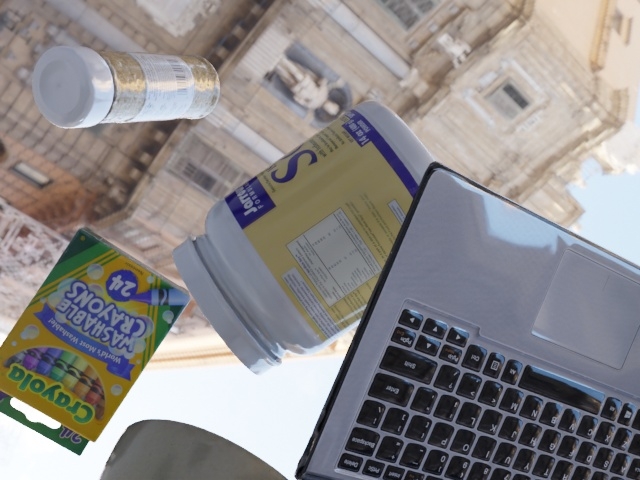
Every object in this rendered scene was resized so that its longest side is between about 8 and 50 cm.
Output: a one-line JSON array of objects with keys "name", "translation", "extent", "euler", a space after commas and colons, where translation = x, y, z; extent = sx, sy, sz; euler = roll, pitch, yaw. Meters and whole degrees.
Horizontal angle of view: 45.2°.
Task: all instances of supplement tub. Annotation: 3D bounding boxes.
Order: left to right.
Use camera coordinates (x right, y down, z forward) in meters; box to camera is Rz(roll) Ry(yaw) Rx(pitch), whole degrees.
[{"name": "supplement tub", "translation": [0.000, 0.000, 1.011], "extent": [0.331, 0.241, 0.241], "euler": [-35, -148, -1]}]

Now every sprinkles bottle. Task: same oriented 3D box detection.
[{"name": "sprinkles bottle", "translation": [-0.308, -0.255, 1.284], "extent": [0.121, 0.121, 0.355], "euler": [-38, 173, 26]}]

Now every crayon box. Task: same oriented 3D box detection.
[{"name": "crayon box", "translation": [-0.377, 0.167, 1.210], "extent": [0.323, 0.203, 0.083], "euler": [-57, -168, -4]}]

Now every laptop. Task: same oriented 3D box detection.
[{"name": "laptop", "translation": [0.203, 0.211, 0.562], "extent": [0.236, 0.382, 0.408], "euler": [25, -88, 63]}]

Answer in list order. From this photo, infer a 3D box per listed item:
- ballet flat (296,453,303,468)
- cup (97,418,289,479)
[{"name": "ballet flat", "translation": [0.099, 0.299, 1.081], "extent": [0.116, 0.342, 0.124], "euler": [30, -56, 33]}, {"name": "cup", "translation": [-0.184, 0.429, 0.989], "extent": [0.331, 0.331, 0.237], "euler": [-24, -156, 41]}]
